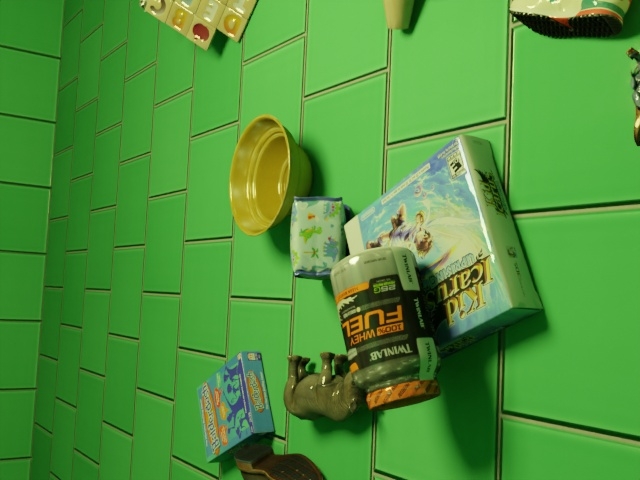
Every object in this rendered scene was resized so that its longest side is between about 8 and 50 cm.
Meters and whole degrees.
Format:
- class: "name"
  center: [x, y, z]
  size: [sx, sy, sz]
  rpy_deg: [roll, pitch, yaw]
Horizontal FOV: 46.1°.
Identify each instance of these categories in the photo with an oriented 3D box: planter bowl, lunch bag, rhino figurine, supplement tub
- class: "planter bowl"
  center: [-0.076, -0.113, 1.358]
  size: [0.217, 0.090, 0.217]
  rpy_deg: [-10, 78, 55]
- class: "lunch bag"
  center: [0.000, 0.000, 1.223]
  size: [0.151, 0.096, 0.129]
  rpy_deg: [98, 174, -84]
- class: "rhino figurine"
  center: [0.019, 0.231, 1.184]
  size: [0.243, 0.073, 0.106]
  rpy_deg: [-16, 68, 53]
- class: "supplement tub"
  center: [0.085, 0.113, 0.957]
  size: [0.117, 0.117, 0.191]
  rpy_deg: [-36, 60, 48]

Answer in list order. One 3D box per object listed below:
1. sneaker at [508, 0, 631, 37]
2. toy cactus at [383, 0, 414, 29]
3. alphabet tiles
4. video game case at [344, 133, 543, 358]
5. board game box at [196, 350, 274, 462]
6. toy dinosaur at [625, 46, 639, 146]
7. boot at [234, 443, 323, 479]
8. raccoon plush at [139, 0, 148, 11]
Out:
- class: "sneaker"
  center: [0.295, -0.283, 0.877]
  size: [0.161, 0.057, 0.075]
  rpy_deg: [27, 91, 56]
- class: "toy cactus"
  center: [0.124, -0.411, 1.121]
  size: [0.219, 0.112, 0.181]
  rpy_deg: [33, 131, 50]
- class: "alphabet tiles"
  center: [-0.245, -0.588, 1.576]
  size: [0.285, 0.011, 0.343]
  rpy_deg: [34, 123, 4]
- class: "video game case"
  center: [0.151, 0.030, 1.029]
  size: [0.269, 0.061, 0.244]
  rpy_deg: [-39, 55, 46]
- class: "board game box"
  center: [-0.172, 0.329, 1.475]
  size: [0.210, 0.047, 0.160]
  rpy_deg: [-44, 51, 45]
- class: "toy dinosaur"
  center: [0.337, -0.163, 0.801]
  size: [0.082, 0.047, 0.090]
  rpy_deg: [-92, 19, -44]
- class: "boot"
  center: [-0.062, 0.428, 1.298]
  size: [0.219, 0.082, 0.106]
  rpy_deg: [3, 110, 52]
- class: "raccoon plush"
  center: [-0.385, -0.754, 1.763]
  size: [0.446, 0.216, 0.299]
  rpy_deg: [57, 134, 22]
